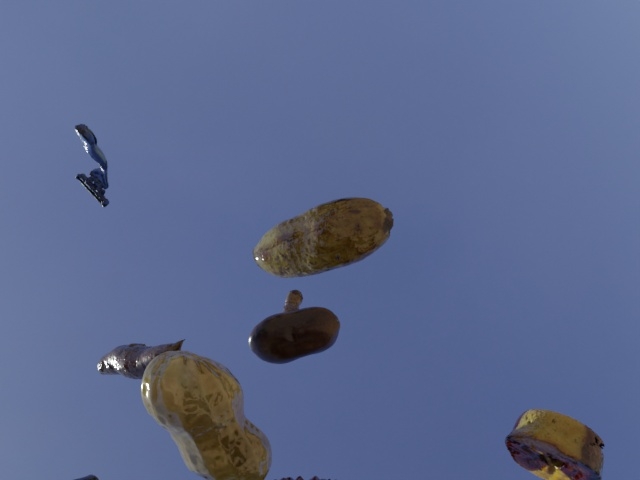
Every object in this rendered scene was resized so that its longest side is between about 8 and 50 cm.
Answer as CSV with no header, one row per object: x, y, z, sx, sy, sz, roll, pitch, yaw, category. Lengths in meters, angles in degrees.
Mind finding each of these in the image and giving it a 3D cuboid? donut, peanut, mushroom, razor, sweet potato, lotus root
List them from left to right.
-0.473,-0.171,1.438,0.093,0.324,0.056,45,-112,3,razor
-0.323,0.213,1.222,0.067,0.274,0.067,19,-117,-43,sweet potato
-0.163,0.272,1.024,0.130,0.130,0.290,-58,-45,-46,peanut
-0.077,0.202,1.747,0.227,0.148,0.217,-9,-150,-9,mushroom
0.000,0.000,1.154,0.097,0.258,0.110,13,-120,-63,lotus root
0.311,0.276,0.903,0.140,0.140,0.059,41,-118,-16,donut

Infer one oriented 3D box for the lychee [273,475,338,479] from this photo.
-0.024,0.659,1.339,0.425,0.424,0.500,37,-162,-20,lychee

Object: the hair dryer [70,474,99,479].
-0.493,0.427,1.132,0.173,0.195,0.050,10,-109,-56,hair dryer
